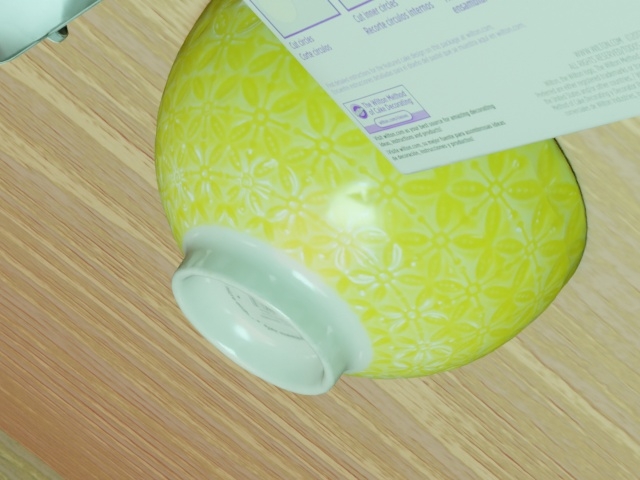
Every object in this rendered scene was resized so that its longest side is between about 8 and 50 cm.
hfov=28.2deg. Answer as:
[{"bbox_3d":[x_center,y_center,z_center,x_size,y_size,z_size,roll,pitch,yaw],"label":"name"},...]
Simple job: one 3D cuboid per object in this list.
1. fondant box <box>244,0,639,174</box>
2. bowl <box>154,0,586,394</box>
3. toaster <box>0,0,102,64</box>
[{"bbox_3d":[0.021,-0.186,0.508,0.330,0.096,0.238,45,153,-20],"label":"fondant box"},{"bbox_3d":[0.000,0.000,0.779,0.289,0.156,0.289,28,153,15],"label":"bowl"},{"bbox_3d":[-0.167,-0.194,0.626,0.110,0.168,0.186,-35,115,16],"label":"toaster"}]
